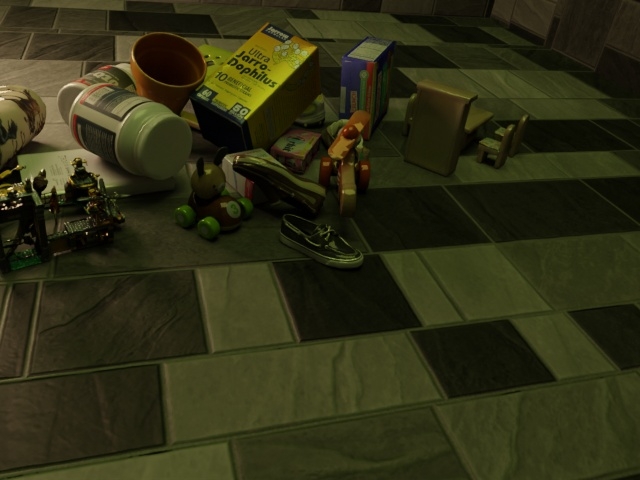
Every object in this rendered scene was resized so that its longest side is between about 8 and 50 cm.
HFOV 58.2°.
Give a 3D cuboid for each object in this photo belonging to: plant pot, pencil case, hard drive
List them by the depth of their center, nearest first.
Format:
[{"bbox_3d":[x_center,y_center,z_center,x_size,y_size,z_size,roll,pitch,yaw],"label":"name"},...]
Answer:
[{"bbox_3d":[-0.873,-0.263,1.488,0.184,0.159,0.410,-13,33,8],"label":"pencil case"},{"bbox_3d":[-0.592,-0.179,1.518,0.353,0.047,0.233,-12,38,-26],"label":"hard drive"},{"bbox_3d":[-0.448,-0.457,1.662,0.205,0.188,0.205,12,57,-18],"label":"plant pot"},{"bbox_3d":[-0.350,-0.470,1.852,0.228,0.227,0.207,24,44,22],"label":"plant pot"}]

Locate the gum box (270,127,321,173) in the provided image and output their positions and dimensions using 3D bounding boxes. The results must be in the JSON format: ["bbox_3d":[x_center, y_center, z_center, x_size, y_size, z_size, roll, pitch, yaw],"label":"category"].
[{"bbox_3d":[-0.076,-0.273,1.744,0.107,0.062,0.188,14,34,10],"label":"gum box"}]

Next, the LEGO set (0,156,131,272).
[{"bbox_3d":[-0.592,-0.094,1.228,0.332,0.192,0.254,-11,49,-28],"label":"LEGO set"}]

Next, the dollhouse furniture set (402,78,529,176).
[{"bbox_3d":[0.451,-0.409,1.878,0.362,0.256,0.394,26,38,25],"label":"dollhouse furniture set"}]

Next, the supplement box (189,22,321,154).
[{"bbox_3d":[-0.180,-0.433,1.699,0.194,0.195,0.356,32,67,17],"label":"supplement box"}]

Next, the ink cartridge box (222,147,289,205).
[{"bbox_3d":[-0.174,-0.178,1.574,0.128,0.072,0.175,-18,42,-32],"label":"ink cartridge box"}]

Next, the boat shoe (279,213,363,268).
[{"bbox_3d":[0.000,0.000,1.345,0.220,0.070,0.078,21,36,19],"label":"boat shoe"}]

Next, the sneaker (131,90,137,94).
[{"bbox_3d":[-0.512,-0.341,1.756,0.083,0.118,0.222,-32,79,-35],"label":"sneaker"}]

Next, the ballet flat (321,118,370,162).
[{"bbox_3d":[0.084,-0.316,1.802,0.108,0.106,0.316,-6,36,-19],"label":"ballet flat"}]

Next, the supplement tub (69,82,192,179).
[{"bbox_3d":[-0.485,-0.278,1.472,0.272,0.191,0.191,26,38,25],"label":"supplement tub"}]

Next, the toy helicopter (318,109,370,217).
[{"bbox_3d":[0.074,-0.187,1.491,0.140,0.234,0.355,6,34,-3],"label":"toy helicopter"}]

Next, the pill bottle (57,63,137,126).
[{"bbox_3d":[-0.675,-0.455,1.809,0.162,0.161,0.283,13,34,8],"label":"pill bottle"}]

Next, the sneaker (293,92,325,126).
[{"bbox_3d":[-0.149,-0.524,2.030,0.385,0.147,0.145,19,37,19],"label":"sneaker"}]

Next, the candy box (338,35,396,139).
[{"bbox_3d":[0.164,-0.536,2.001,0.122,0.268,0.317,13,35,15],"label":"candy box"}]

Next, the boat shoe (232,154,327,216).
[{"bbox_3d":[-0.106,-0.130,1.445,0.258,0.095,0.095,20,-11,-18],"label":"boat shoe"}]

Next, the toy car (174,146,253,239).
[{"bbox_3d":[-0.254,-0.127,1.377,0.149,0.188,0.155,24,37,24],"label":"toy car"}]
